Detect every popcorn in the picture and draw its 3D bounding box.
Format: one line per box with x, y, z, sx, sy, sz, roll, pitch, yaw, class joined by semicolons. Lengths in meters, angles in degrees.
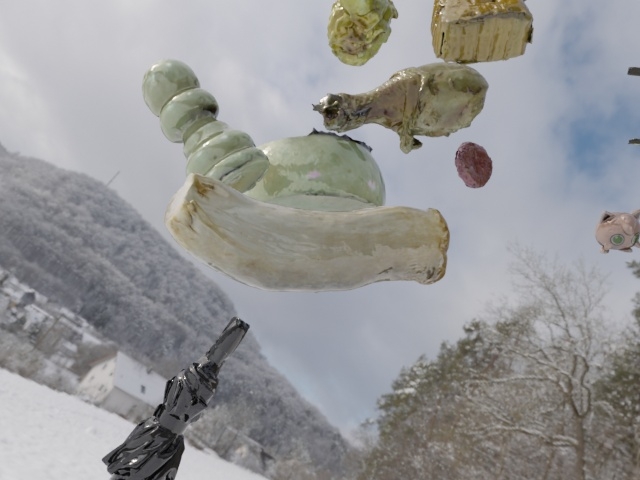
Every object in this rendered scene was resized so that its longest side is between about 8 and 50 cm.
0.116;-0.649;1.450;0.173;0.286;0.225;29;-64;10;popcorn

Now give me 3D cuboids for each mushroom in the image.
0.000;0.000;0.556;0.351;0.123;0.095;6;22;-25;mushroom

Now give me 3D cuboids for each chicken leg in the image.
0.105;-0.169;0.621;0.103;0.227;0.088;85;-11;-68;chicken leg

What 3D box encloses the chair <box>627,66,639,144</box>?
0.508;-0.144;0.478;0.325;0.170;0.160;25;-14;41;chair

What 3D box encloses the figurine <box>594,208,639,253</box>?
0.887;-0.028;1.419;0.125;0.125;0.138;17;-59;33;figurine

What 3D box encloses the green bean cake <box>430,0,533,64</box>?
0.401;-0.550;1.205;0.229;0.224;0.131;-2;-45;6;green bean cake

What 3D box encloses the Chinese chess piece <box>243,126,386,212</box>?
-0.032;-0.096;1.046;0.349;0.147;0.349;-6;-19;-2;Chinese chess piece

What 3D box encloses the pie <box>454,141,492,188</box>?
0.481;-0.237;1.494;0.153;0.154;0.038;42;-23;-23;pie

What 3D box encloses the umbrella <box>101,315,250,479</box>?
-0.231;0.279;0.811;0.118;0.340;0.118;33;-14;9;umbrella

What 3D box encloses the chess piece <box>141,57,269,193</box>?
-0.203;-0.185;0.776;0.243;0.133;0.133;54;-21;6;chess piece
